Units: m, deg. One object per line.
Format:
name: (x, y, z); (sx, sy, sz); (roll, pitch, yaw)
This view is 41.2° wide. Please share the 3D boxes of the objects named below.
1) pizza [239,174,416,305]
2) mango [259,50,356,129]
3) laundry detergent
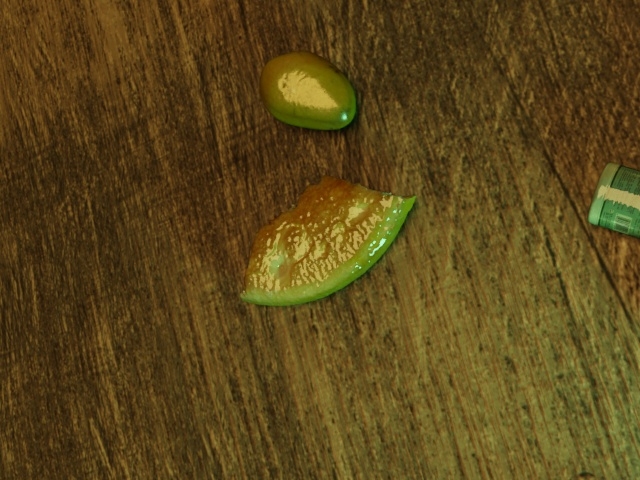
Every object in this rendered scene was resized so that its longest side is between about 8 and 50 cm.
pizza: (0.000, 0.000, 1.486); (0.365, 0.074, 0.182); (-37, 70, 15)
mango: (-0.021, -0.262, 1.529); (0.195, 0.098, 0.137); (36, 95, 18)
laundry detergent: (0.518, -0.038, 1.255); (0.225, 0.070, 0.099); (21, 90, 27)
